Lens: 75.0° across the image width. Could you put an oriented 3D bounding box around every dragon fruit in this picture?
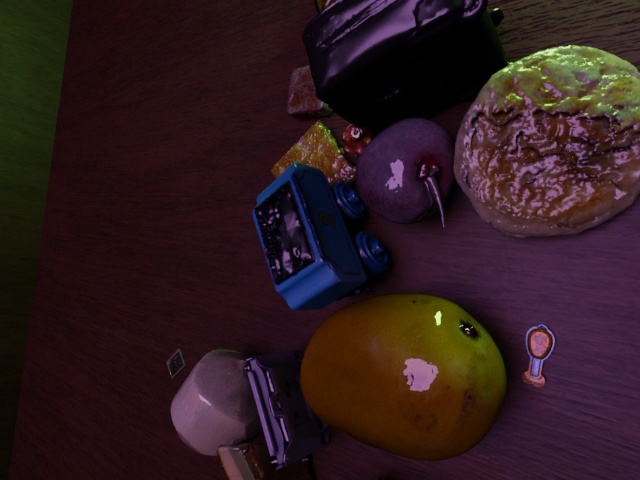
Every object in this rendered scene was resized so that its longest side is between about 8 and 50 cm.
[{"bbox_3d":[0.091,-0.239,0.976,0.086,0.116,0.081,31,98,27],"label":"dragon fruit"}]

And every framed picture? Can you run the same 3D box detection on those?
[{"bbox_3d":[-0.486,0.414,1.400,0.089,0.006,0.066,-44,61,25],"label":"framed picture"}]

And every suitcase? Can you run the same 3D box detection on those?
[{"bbox_3d":[0.165,-0.346,0.789,0.339,0.345,0.189,-23,77,32],"label":"suitcase"}]

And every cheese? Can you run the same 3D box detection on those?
[{"bbox_3d":[0.392,0.206,0.753,0.047,0.017,0.111,9,90,40],"label":"cheese"}]

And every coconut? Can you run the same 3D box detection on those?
[{"bbox_3d":[-0.237,0.407,1.072,0.247,0.244,0.245,-49,59,21],"label":"coconut"}]

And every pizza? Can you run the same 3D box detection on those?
[{"bbox_3d":[-0.011,-0.208,1.085,0.292,0.058,0.198,3,85,36],"label":"pizza"}]

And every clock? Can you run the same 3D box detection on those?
[{"bbox_3d":[-0.071,0.383,0.978,0.083,0.186,0.253,-31,67,25],"label":"clock"}]

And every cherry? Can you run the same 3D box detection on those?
[{"bbox_3d":[0.174,-0.141,0.855,0.266,0.183,0.213,28,87,49],"label":"cherry"}]

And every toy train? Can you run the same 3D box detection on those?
[{"bbox_3d":[0.000,0.000,0.920,0.188,0.265,0.301,-36,62,32],"label":"toy train"}]

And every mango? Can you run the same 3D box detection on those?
[{"bbox_3d":[0.130,0.260,0.819,0.445,0.232,0.301,-21,77,43],"label":"mango"}]

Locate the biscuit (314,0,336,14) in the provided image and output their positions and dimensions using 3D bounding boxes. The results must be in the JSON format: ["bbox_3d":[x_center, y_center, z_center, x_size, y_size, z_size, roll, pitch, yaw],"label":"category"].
[{"bbox_3d":[0.102,-0.665,1.042,0.295,0.075,0.296,-2,88,41],"label":"biscuit"}]

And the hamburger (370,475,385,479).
[{"bbox_3d":[0.078,0.574,0.841,0.275,0.261,0.151,-19,43,1],"label":"hamburger"}]

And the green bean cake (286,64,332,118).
[{"bbox_3d":[-0.023,-0.398,1.116,0.135,0.056,0.136,6,88,39],"label":"green bean cake"}]

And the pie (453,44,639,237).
[{"bbox_3d":[0.398,-0.165,0.719,0.338,0.077,0.340,1,93,21],"label":"pie"}]

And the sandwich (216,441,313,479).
[{"bbox_3d":[-0.118,0.540,0.992,0.108,0.186,0.220,-26,88,33],"label":"sandwich"}]
